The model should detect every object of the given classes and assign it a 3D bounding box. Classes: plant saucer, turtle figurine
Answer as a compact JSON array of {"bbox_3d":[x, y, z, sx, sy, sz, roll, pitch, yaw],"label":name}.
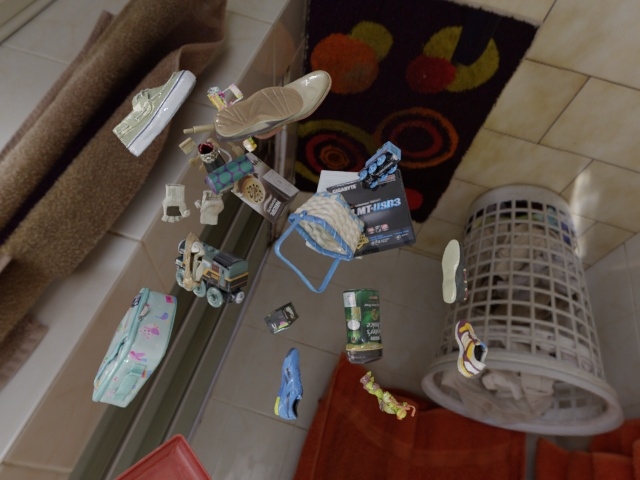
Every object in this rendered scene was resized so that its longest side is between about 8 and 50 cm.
[{"bbox_3d":[-0.291,0.537,0.762,0.259,0.258,0.048,49,116,12],"label":"plant saucer"},{"bbox_3d":[0.257,0.614,1.606,0.217,0.087,0.269,35,174,38],"label":"turtle figurine"}]

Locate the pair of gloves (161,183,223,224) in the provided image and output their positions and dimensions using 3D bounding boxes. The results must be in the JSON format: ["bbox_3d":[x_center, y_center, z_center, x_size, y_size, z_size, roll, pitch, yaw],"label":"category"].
[{"bbox_3d":[-0.524,-0.138,1.721,0.240,0.042,0.204,7,139,-24],"label":"pair of gloves"}]

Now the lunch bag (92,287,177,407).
[{"bbox_3d":[-0.460,0.266,1.031,0.107,0.224,0.279,27,121,-21],"label":"lunch bag"}]

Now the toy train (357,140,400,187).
[{"bbox_3d":[0.211,-0.269,1.507,0.080,0.105,0.184,31,139,-21],"label":"toy train"}]

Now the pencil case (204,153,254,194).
[{"bbox_3d":[-0.279,-0.204,1.291,0.064,0.151,0.070,44,156,24],"label":"pencil case"}]

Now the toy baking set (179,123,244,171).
[{"bbox_3d":[-0.459,-0.398,1.757,0.256,0.030,0.197,-18,130,-17],"label":"toy baking set"}]

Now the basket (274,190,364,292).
[{"bbox_3d":[0.000,0.000,1.403,0.201,0.289,0.255,6,144,45],"label":"basket"}]

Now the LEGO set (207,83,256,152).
[{"bbox_3d":[-0.313,-0.483,1.577,0.287,0.107,0.132,53,177,6],"label":"LEGO set"}]

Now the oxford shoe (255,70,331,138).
[{"bbox_3d":[-0.126,-0.556,1.676,0.140,0.397,0.146,53,-176,7],"label":"oxford shoe"}]

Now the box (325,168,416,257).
[{"bbox_3d":[0.196,-0.099,1.620,0.295,0.293,0.073,-13,-179,10],"label":"box"}]

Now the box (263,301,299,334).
[{"bbox_3d":[-0.107,0.214,1.151,0.062,0.083,0.052,-29,89,18],"label":"box"}]

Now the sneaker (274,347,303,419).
[{"bbox_3d":[-0.080,0.442,1.290,0.082,0.209,0.069,1,159,27],"label":"sneaker"}]

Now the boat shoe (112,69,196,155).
[{"bbox_3d":[-0.419,-0.320,1.029,0.094,0.109,0.302,39,127,-26],"label":"boat shoe"}]

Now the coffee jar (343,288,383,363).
[{"bbox_3d":[0.108,0.216,1.055,0.079,0.184,0.096,-10,168,37],"label":"coffee jar"}]

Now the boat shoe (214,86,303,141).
[{"bbox_3d":[-0.183,-0.366,1.224,0.103,0.285,0.092,58,155,0],"label":"boat shoe"}]

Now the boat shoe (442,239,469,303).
[{"bbox_3d":[0.285,0.065,0.874,0.042,0.133,0.049,4,176,-21],"label":"boat shoe"}]

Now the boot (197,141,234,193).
[{"bbox_3d":[-0.405,-0.306,1.588,0.085,0.236,0.179,-25,133,-6],"label":"boot"}]

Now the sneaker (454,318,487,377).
[{"bbox_3d":[0.440,0.298,1.198,0.069,0.185,0.084,26,134,-14],"label":"sneaker"}]

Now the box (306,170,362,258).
[{"bbox_3d":[0.094,-0.113,1.836,0.215,0.345,0.168,8,169,23],"label":"box"}]

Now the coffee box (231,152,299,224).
[{"bbox_3d":[-0.268,-0.239,1.907,0.297,0.119,0.168,37,126,4],"label":"coffee box"}]

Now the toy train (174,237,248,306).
[{"bbox_3d":[-0.410,0.111,1.554,0.334,0.142,0.190,23,113,28],"label":"toy train"}]

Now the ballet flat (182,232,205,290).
[{"bbox_3d":[-0.416,0.066,1.400,0.067,0.206,0.073,-15,158,30],"label":"ballet flat"}]
